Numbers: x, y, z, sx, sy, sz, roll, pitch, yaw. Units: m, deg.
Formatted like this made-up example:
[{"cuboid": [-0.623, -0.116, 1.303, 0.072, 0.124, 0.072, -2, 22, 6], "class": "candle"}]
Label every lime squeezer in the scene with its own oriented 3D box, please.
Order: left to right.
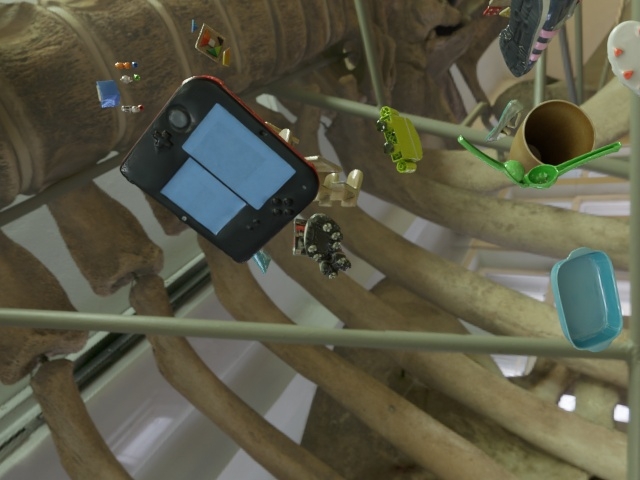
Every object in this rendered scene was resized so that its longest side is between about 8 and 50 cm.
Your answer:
[{"cuboid": [0.411, -0.146, 0.919, 0.110, 0.311, 0.058, 96, 176, -62], "class": "lime squeezer"}]

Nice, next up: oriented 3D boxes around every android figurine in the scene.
[{"cuboid": [0.292, -0.366, 1.705, 0.273, 0.056, 0.248, -14, -95, -56], "class": "android figurine"}]

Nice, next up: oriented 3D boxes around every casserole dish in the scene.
[{"cuboid": [0.465, 0.103, 0.829, 0.114, 0.037, 0.188, -17, -83, -10], "class": "casserole dish"}]

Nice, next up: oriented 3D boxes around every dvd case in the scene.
[{"cuboid": [-0.056, -0.010, 1.542, 0.087, 0.013, 0.119, 5, -97, -47], "class": "dvd case"}]

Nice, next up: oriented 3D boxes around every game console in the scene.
[{"cuboid": [-0.232, -0.152, 1.110, 0.387, 0.342, 0.060, 41, -158, -18], "class": "game console"}]

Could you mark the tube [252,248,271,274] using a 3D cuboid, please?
[{"cuboid": [-0.227, 0.062, 1.782, 0.080, 0.052, 0.207, -64, -21, -18], "class": "tube"}]

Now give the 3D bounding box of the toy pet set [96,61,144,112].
[{"cuboid": [-0.496, -0.379, 1.174, 0.114, 0.065, 0.122, -17, -63, -33], "class": "toy pet set"}]

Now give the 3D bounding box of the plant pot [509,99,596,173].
[{"cuboid": [0.769, -0.323, 1.632, 0.254, 0.237, 0.237, 90, -172, -82], "class": "plant pot"}]

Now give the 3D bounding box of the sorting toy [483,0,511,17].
[{"cuboid": [0.634, -0.817, 1.528, 0.274, 0.133, 0.046, 93, 175, -87], "class": "sorting toy"}]

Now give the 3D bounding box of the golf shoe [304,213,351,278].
[{"cuboid": [0.000, 0.000, 1.265, 0.105, 0.120, 0.272, -27, -33, -5], "class": "golf shoe"}]

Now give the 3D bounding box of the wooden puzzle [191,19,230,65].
[{"cuboid": [-0.269, -0.489, 1.164, 0.116, 0.014, 0.078, 16, -100, -42], "class": "wooden puzzle"}]

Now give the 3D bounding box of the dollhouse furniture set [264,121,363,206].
[{"cuboid": [-0.088, -0.303, 1.737, 0.362, 0.394, 0.256, 21, -100, -40], "class": "dollhouse furniture set"}]

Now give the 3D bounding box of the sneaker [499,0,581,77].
[{"cuboid": [0.452, -0.438, 0.948, 0.112, 0.131, 0.319, 63, -171, 8], "class": "sneaker"}]

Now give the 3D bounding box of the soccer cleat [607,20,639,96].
[{"cuboid": [0.475, -0.231, 0.666, 0.196, 0.068, 0.076, 41, -146, -9], "class": "soccer cleat"}]

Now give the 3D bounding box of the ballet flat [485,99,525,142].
[{"cuboid": [0.682, -0.422, 1.734, 0.072, 0.068, 0.213, -39, -18, -29], "class": "ballet flat"}]
